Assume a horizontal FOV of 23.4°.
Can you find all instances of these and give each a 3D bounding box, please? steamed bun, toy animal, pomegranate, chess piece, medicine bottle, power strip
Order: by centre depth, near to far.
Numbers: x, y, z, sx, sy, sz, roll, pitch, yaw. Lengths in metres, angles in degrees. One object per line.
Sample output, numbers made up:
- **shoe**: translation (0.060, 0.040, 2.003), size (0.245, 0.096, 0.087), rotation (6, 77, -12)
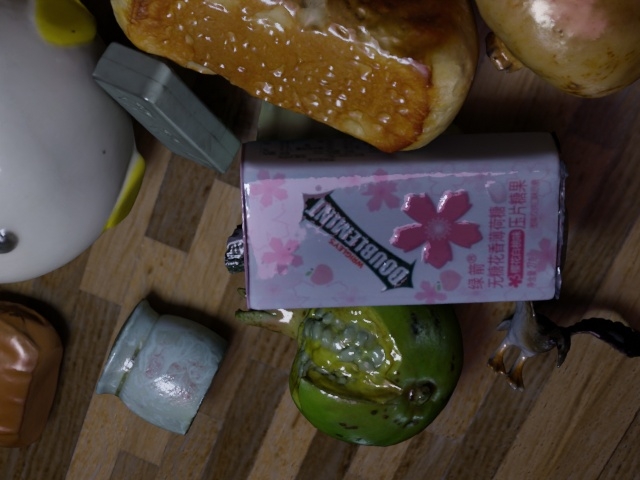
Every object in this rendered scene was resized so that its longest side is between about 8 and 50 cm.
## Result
- **pomegranate**: translation (0.266, -0.267, 1.614), size (0.248, 0.248, 0.248), rotation (6, 123, 10)
- **power strip**: translation (-0.166, -0.143, 1.807), size (0.093, 0.053, 0.288), rotation (24, 170, 25)
- **steamed bun**: translation (-0.385, -0.133, 1.809), size (0.333, 0.334, 0.374), rotation (-6, 125, 17)
- **chess piece**: translation (0.051, -0.108, 1.831), size (0.251, 0.144, 0.144), rotation (9, 123, 0)
- **toy animal**: translation (0.278, 0.120, 1.885), size (0.272, 0.197, 0.160), rotation (33, 126, -13)
- **pomegranate**: translation (0.034, 0.127, 1.945), size (0.302, 0.236, 0.236), rotation (28, 130, 33)
- **medicine bottle**: translation (-0.211, 0.168, 2.050), size (0.143, 0.147, 0.147), rotation (26, 124, 0)

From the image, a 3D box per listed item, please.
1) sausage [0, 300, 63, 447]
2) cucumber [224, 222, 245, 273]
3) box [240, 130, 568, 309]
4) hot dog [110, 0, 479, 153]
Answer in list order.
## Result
- **sausage**: translation (-0.433, 0.190, 2.135), size (0.136, 0.120, 0.241), rotation (24, 126, 16)
- **cucumber**: translation (-0.001, -0.003, 1.943), size (0.245, 0.067, 0.067), rotation (-6, 120, 13)
- **box**: translation (0.096, -0.021, 1.744), size (0.369, 0.112, 0.190), rotation (-2, 117, 1)
- **hot dog**: translation (-0.013, -0.272, 1.680), size (0.405, 0.223, 0.185), rotation (22, 147, 0)
